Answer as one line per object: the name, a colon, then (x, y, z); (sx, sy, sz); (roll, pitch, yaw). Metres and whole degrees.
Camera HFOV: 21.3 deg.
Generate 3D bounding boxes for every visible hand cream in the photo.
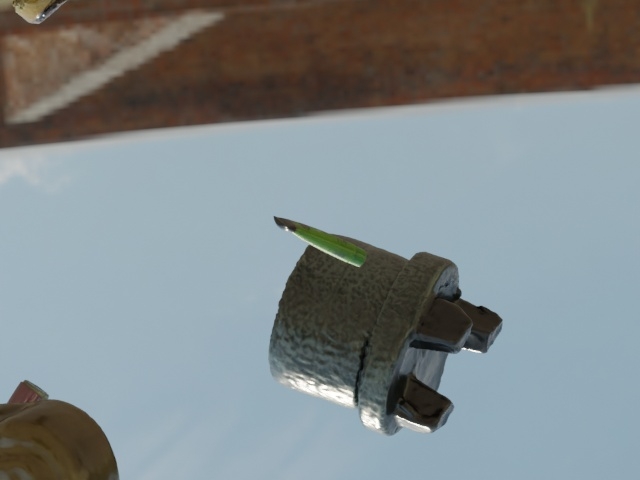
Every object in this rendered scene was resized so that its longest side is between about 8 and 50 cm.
hand cream: (0.000, 0.000, 1.980); (0.122, 0.023, 0.036); (23, -171, -30)

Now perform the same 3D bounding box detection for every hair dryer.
hair dryer: (-0.434, 0.294, 2.660); (0.154, 0.106, 0.054); (37, 171, -41)

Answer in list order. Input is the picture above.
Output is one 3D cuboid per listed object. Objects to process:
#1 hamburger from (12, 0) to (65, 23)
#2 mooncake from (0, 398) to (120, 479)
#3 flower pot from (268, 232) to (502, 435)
hamburger: (-0.335, -0.364, 2.125); (0.182, 0.118, 0.191); (-42, -167, 9)
mooncake: (-0.343, 0.300, 1.957); (0.234, 0.235, 0.117); (3, -166, 27)
flower pot: (0.101, 0.147, 2.525); (0.282, 0.299, 0.299); (17, -159, 19)
